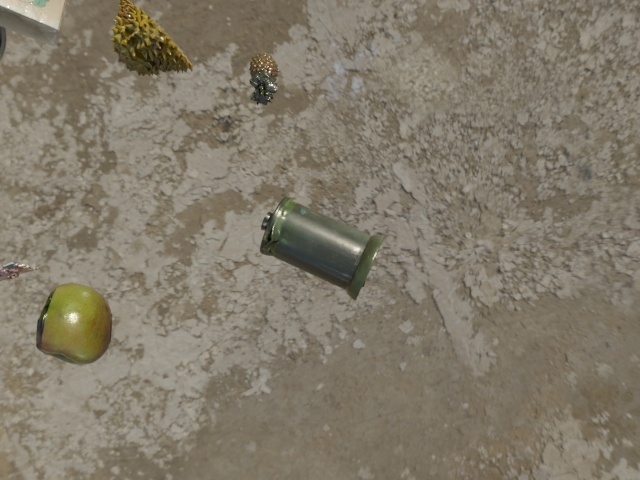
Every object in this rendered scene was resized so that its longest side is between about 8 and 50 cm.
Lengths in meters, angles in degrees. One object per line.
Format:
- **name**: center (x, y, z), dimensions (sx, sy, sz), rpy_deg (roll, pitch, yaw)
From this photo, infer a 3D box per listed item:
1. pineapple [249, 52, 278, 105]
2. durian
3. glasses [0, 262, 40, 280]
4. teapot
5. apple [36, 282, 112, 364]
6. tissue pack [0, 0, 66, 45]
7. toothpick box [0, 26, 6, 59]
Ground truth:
- **pineapple**: center (-0.131, -0.368, 1.237), dimensions (0.074, 0.074, 0.159), rpy_deg (-20, 44, 15)
- **durian**: center (-0.397, -0.467, 1.265), dimensions (0.165, 0.182, 0.132), rpy_deg (6, 55, 10)
- **glasses**: center (-0.819, 0.057, 1.378), dimensions (0.162, 0.255, 0.095), rpy_deg (0, 86, -21)
- **teapot**: center (0.000, 0.000, 1.551), dimensions (0.337, 0.270, 0.200), rpy_deg (25, 118, 5)
- **apple**: center (-0.625, 0.213, 1.374), dimensions (0.174, 0.207, 0.188), rpy_deg (-3, 56, 24)
- **tissue pack**: center (-0.659, -0.621, 1.221), dimensions (0.071, 0.170, 0.325), rpy_deg (-28, 55, 51)
- **toothpick box**: center (-0.860, -0.421, 1.122), dimensions (0.263, 0.355, 0.263), rpy_deg (-3, 120, -6)
